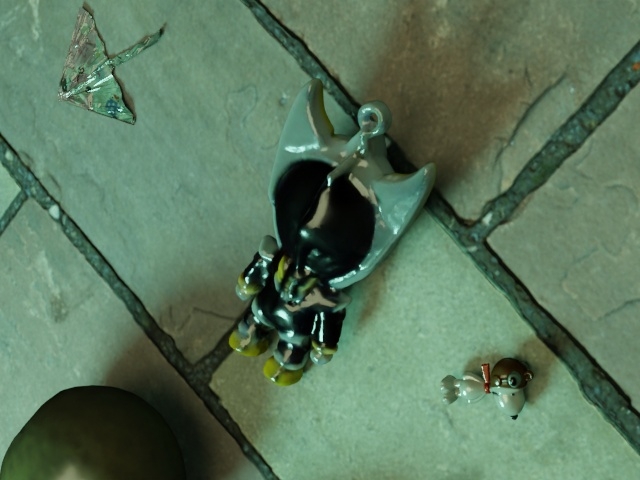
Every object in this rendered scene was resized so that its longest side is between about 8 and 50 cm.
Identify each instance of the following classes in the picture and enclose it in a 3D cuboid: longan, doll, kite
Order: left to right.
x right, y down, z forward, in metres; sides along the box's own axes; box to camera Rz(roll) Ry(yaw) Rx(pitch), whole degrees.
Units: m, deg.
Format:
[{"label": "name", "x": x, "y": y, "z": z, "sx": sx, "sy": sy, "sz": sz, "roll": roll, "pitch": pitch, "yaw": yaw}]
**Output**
[{"label": "longan", "x": -0.233, "y": 0.249, "z": 1.703, "sx": 0.212, "sy": 0.198, "sz": 0.198, "roll": -26, "pitch": 83, "yaw": 32}, {"label": "kite", "x": -0.222, "y": -0.182, "z": 1.746, "sx": 0.157, "sy": 0.011, "sz": 0.139, "roll": -26, "pitch": 85, "yaw": 29}, {"label": "doll", "x": 0.004, "y": 0.003, "z": 1.587, "sx": 0.145, "sy": 0.103, "sz": 0.316, "roll": 54, "pitch": 130, "yaw": 40}, {"label": "doll", "x": 0.155, "y": 0.132, "z": 1.557, "sx": 0.085, "sy": 0.040, "sz": 0.058, "roll": 15, "pitch": 113, "yaw": 26}]
